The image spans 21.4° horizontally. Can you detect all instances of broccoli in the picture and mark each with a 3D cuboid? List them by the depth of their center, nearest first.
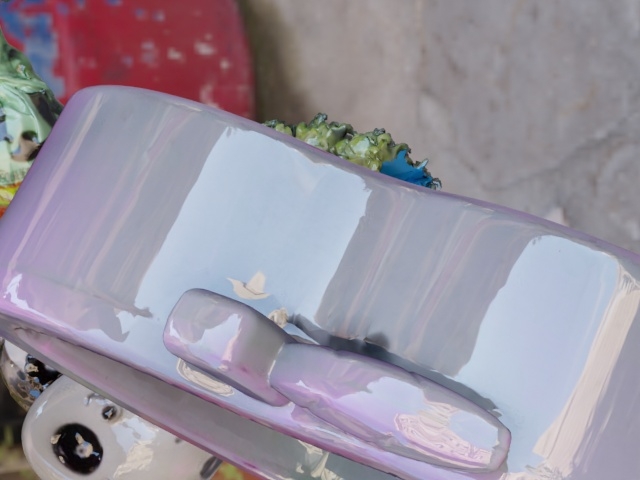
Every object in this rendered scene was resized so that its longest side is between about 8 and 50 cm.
[{"bbox_3d":[0.000,0.000,1.054,0.154,0.160,0.167,-26,113,36],"label":"broccoli"}]

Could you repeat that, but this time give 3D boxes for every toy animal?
[{"bbox_3d":[-0.185,0.143,1.549,0.235,0.187,0.165,61,-178,40],"label":"toy animal"}]

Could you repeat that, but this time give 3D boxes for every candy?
[{"bbox_3d":[-0.216,-0.156,1.044,0.091,0.083,0.305,-117,12,-74],"label":"candy"}]

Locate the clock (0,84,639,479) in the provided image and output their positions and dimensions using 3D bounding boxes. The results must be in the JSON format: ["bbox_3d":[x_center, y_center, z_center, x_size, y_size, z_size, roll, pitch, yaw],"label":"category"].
[{"bbox_3d":[0.032,0.054,0.673,0.338,0.338,0.102,5,68,58],"label":"clock"}]
